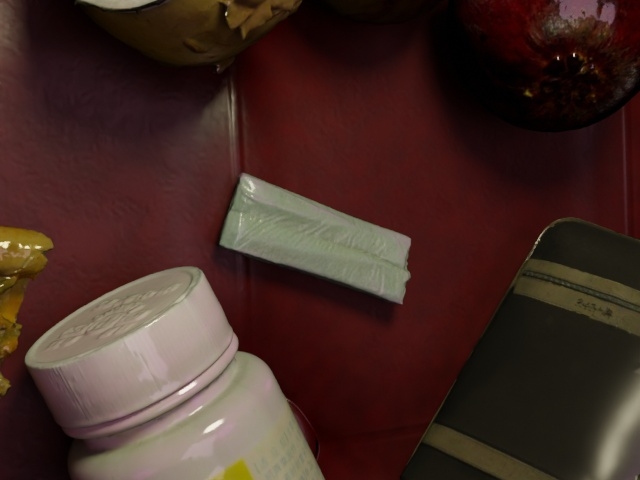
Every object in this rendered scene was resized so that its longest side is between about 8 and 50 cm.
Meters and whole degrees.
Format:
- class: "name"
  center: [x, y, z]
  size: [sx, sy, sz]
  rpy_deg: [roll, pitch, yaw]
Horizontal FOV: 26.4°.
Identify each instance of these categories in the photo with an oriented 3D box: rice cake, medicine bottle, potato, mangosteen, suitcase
- class: "rice cake"
  center: [0.001, 0.001, 1.426]
  size: [0.222, 0.042, 0.080]
  rpy_deg: [19, 81, -25]
- class: "medicine bottle"
  center: [-0.110, 0.231, 1.292]
  size: [0.213, 0.213, 0.378]
  rpy_deg: [-31, 106, -21]
- class: "potato"
  center: [-0.113, -0.301, 1.268]
  size: [0.196, 0.246, 0.299]
  rpy_deg: [39, 59, -59]
- class: "mangosteen"
  center: [0.242, -0.250, 1.456]
  size: [0.235, 0.235, 0.261]
  rpy_deg: [22, 40, -26]
- class: "suitcase"
  center: [0.274, 0.188, 1.442]
  size: [0.434, 0.283, 0.194]
  rpy_deg: [-57, 135, -12]

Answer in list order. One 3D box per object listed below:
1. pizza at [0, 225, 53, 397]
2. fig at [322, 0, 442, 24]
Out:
- class: "pizza"
  center: [-0.396, 0.087, 1.190]
  size: [0.268, 0.087, 0.258]
  rpy_deg: [14, 99, -24]
- class: "fig"
  center: [0.085, -0.317, 1.291]
  size: [0.217, 0.321, 0.217]
  rpy_deg: [-3, 97, -21]
